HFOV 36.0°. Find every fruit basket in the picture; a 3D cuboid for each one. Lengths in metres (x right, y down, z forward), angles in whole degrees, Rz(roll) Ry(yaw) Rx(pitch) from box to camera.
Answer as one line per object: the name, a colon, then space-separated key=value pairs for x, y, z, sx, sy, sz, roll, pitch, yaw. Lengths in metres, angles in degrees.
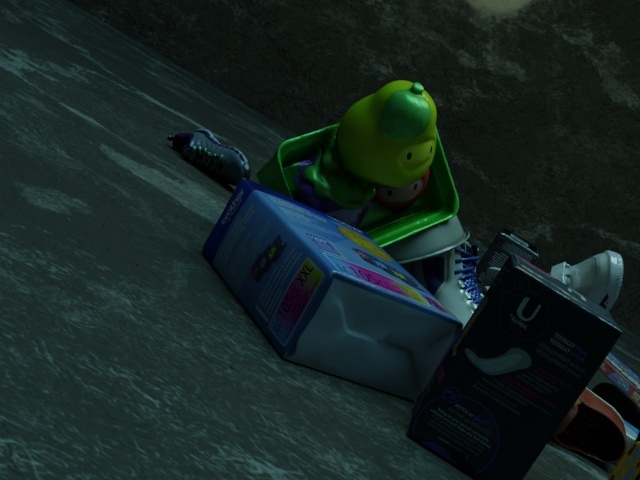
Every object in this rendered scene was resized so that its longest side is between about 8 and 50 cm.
fruit basket: x=0.104 y=-0.128 z=1.787 sx=0.392 sy=0.392 sz=0.282 roll=-58 pitch=130 yaw=-79

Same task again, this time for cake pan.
cake pan: x=0.153 y=-0.010 z=1.997 sx=0.293 sy=0.054 sz=0.293 roll=-12 pitch=11 yaw=2

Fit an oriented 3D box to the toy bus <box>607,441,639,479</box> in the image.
toy bus: x=0.616 y=0.449 z=1.516 sx=0.333 sy=0.108 sz=0.130 roll=30 pitch=9 yaw=-2

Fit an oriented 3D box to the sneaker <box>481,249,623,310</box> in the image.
sneaker: x=0.485 y=0.121 z=2.161 sx=0.210 sy=0.366 sz=0.137 roll=19 pitch=52 yaw=-17

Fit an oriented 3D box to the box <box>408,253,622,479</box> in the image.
box: x=0.258 y=0.177 z=1.333 sx=0.165 sy=0.270 sz=0.143 roll=32 pitch=11 yaw=5

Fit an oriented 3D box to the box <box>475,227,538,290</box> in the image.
box: x=0.428 y=0.085 z=2.382 sx=0.108 sy=0.207 sz=0.153 roll=33 pitch=12 yaw=7

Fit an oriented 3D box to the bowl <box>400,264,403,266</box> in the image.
bowl: x=0.149 y=-0.011 z=2.412 sx=0.391 sy=0.077 sz=0.391 roll=30 pitch=11 yaw=-7

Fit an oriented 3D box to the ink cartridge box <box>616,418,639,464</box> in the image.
ink cartridge box: x=0.500 y=0.334 z=1.842 sx=0.180 sy=0.060 sz=0.104 roll=35 pitch=12 yaw=19

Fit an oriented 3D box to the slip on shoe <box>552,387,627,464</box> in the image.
slip on shoe: x=0.398 y=0.279 z=1.688 sx=0.331 sy=0.123 sz=0.101 roll=33 pitch=14 yaw=-14

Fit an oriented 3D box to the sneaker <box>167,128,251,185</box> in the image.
sneaker: x=-0.246 y=-0.177 z=2.156 sx=0.098 sy=0.083 sz=0.224 roll=-8 pitch=30 yaw=-40

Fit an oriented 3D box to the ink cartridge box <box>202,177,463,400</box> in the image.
ink cartridge box: x=-0.004 y=0.056 z=1.520 sx=0.270 sy=0.151 sz=0.395 roll=23 pitch=12 yaw=-35

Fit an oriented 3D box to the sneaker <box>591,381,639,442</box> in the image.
sneaker: x=0.655 y=0.390 z=1.941 sx=0.145 sy=0.090 sz=0.270 roll=19 pitch=19 yaw=-50

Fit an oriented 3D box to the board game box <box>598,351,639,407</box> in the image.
board game box: x=0.606 y=0.268 z=2.007 sx=0.145 sy=0.027 sz=0.281 roll=25 pitch=15 yaw=-35

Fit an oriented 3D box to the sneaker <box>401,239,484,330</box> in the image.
sneaker: x=0.280 y=0.091 z=2.023 sx=0.127 sy=0.182 sz=0.315 roll=16 pitch=18 yaw=-50
